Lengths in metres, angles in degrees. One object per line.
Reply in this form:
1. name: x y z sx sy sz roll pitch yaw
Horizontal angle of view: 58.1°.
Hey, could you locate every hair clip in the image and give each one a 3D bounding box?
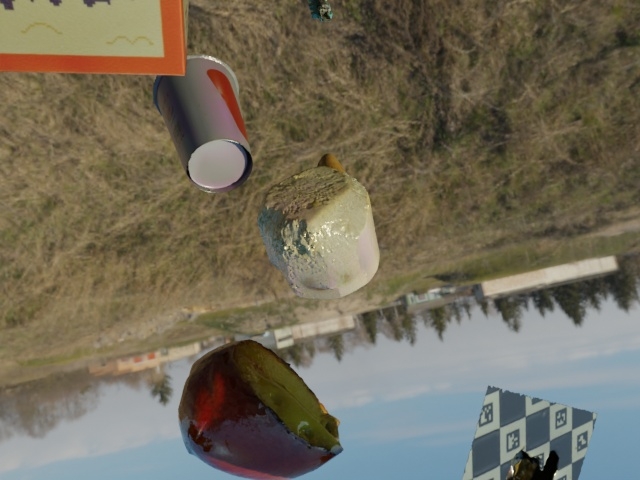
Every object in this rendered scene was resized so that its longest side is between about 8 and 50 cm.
1. hair clip: -0.003 -0.497 1.209 0.049 0.172 0.049 -4 131 -5

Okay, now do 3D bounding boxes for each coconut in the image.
1. coconut: 0.000 0.000 1.488 0.298 0.297 0.309 -13 130 4

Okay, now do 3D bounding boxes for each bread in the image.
1. bread: 0.041 -0.188 1.826 0.078 0.189 0.114 -26 167 -21

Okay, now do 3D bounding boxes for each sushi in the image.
1. sushi: 0.288 0.371 0.886 0.294 0.291 0.059 24 172 -32

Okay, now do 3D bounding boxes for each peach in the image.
1. peach: -0.113 0.352 1.175 0.339 0.280 0.281 9 175 7

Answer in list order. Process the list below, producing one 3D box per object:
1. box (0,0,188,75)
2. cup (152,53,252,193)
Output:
1. box: -0.299 -0.357 0.584 0.319 0.348 0.256 -2 130 -9
2. cup: -0.241 -0.241 1.231 0.203 0.288 0.202 -13 137 -12
